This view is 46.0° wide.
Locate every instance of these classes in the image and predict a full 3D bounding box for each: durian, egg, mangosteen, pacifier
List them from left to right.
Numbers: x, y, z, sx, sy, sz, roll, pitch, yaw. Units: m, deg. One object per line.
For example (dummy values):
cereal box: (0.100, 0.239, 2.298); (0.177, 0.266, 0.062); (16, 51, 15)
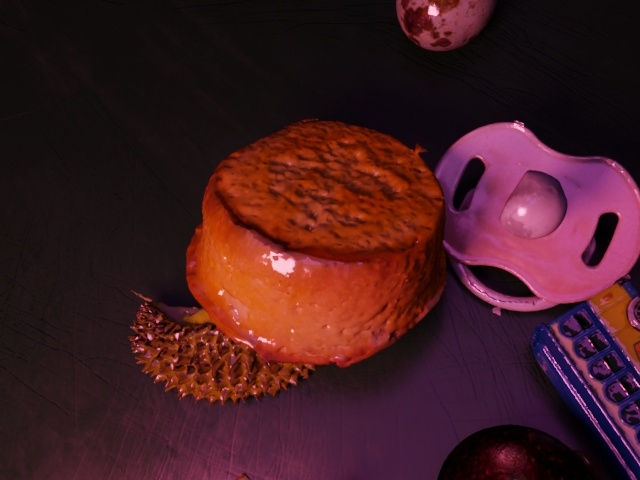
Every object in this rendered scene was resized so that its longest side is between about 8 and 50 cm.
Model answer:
durian: (-0.137, 0.157, 1.207); (0.351, 0.158, 0.169); (-8, 34, 6)
egg: (0.230, -0.434, 1.316); (0.169, 0.169, 0.231); (33, 68, 19)
mangosteen: (0.277, 0.346, 1.009); (0.265, 0.228, 0.228); (-22, 62, -40)
pacifier: (0.318, -0.044, 1.136); (0.332, 0.273, 0.220); (25, 59, 16)

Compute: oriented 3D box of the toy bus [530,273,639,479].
toy bus: (0.442, 0.214, 1.056); (0.175, 0.138, 0.288); (-29, 68, -3)

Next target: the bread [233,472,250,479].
bread: (-0.155, 0.431, 1.140); (0.139, 0.084, 0.074); (-30, 64, -36)

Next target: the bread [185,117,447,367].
bread: (0.000, 0.000, 1.113); (0.397, 0.215, 0.398); (4, 41, -4)
